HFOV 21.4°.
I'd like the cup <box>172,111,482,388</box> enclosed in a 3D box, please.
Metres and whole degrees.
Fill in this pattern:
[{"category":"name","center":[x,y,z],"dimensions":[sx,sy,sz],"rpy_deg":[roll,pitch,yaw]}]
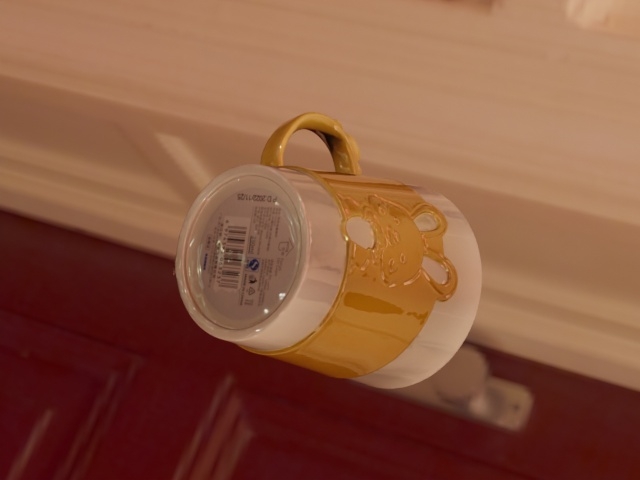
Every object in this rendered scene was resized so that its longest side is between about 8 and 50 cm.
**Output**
[{"category":"cup","center":[0.000,0.000,1.440],"dimensions":[0.226,0.185,0.241],"rpy_deg":[12,62,-50]}]
